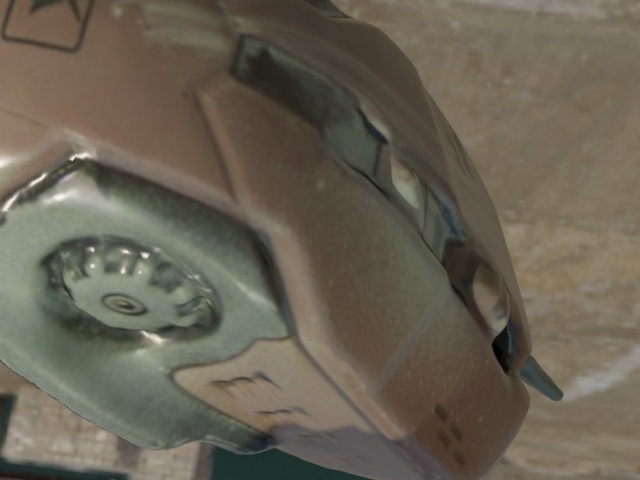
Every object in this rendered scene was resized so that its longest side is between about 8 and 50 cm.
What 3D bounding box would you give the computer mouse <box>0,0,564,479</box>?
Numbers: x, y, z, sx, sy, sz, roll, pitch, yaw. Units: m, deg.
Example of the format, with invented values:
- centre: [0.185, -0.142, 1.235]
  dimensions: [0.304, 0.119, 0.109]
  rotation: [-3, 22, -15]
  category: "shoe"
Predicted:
- centre: [0.003, -0.002, 0.534]
  dimensions: [0.389, 0.200, 0.115]
  rotation: [32, 146, -33]
  category: "computer mouse"
